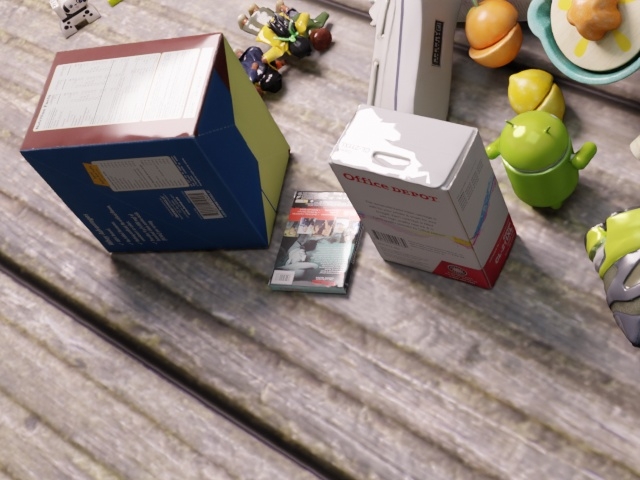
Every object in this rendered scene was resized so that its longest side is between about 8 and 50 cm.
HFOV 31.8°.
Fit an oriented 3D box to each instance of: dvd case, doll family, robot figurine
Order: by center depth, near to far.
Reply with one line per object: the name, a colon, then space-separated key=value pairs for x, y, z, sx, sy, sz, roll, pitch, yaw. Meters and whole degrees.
robot figurine: x=0.210 y=-0.077 z=1.078 sx=0.101 sy=0.115 sz=0.067 roll=10 pitch=63 yaw=29
dvd case: x=0.000 y=0.000 z=1.179 sx=0.087 sy=0.013 sz=0.119 roll=1 pitch=57 yaw=24
doll family: x=-0.066 y=-0.215 z=1.321 sx=0.111 sy=0.076 sz=0.193 roll=36 pitch=81 yaw=32

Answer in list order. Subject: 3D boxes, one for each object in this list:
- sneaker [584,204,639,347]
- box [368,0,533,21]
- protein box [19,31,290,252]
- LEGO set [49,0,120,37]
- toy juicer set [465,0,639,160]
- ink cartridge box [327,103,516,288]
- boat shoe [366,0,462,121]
sneaker: x=0.384 y=0.022 z=0.959 sx=0.299 sy=0.111 sz=0.121 roll=-14 pitch=63 yaw=21
box: x=0.230 y=-0.355 z=1.257 sx=0.322 sy=0.058 sz=0.232 roll=7 pitch=70 yaw=32
protein box: x=-0.168 y=-0.096 z=1.195 sx=0.201 sy=0.200 sz=0.136 roll=-2 pitch=57 yaw=22
LEGO set: x=-0.279 y=-0.383 z=1.507 sx=0.227 sy=0.093 sz=0.087 roll=-33 pitch=51 yaw=-1
toy juicer set: x=0.259 y=-0.185 z=1.089 sx=0.329 sy=0.089 sz=0.209 roll=40 pitch=122 yaw=31
ink cartridge box: x=0.100 y=-0.040 z=1.060 sx=0.127 sy=0.175 sz=0.072 roll=17 pitch=66 yaw=31
boat shoe: x=0.097 y=-0.239 z=1.209 sx=0.088 sy=0.096 sz=0.268 roll=7 pitch=96 yaw=38
